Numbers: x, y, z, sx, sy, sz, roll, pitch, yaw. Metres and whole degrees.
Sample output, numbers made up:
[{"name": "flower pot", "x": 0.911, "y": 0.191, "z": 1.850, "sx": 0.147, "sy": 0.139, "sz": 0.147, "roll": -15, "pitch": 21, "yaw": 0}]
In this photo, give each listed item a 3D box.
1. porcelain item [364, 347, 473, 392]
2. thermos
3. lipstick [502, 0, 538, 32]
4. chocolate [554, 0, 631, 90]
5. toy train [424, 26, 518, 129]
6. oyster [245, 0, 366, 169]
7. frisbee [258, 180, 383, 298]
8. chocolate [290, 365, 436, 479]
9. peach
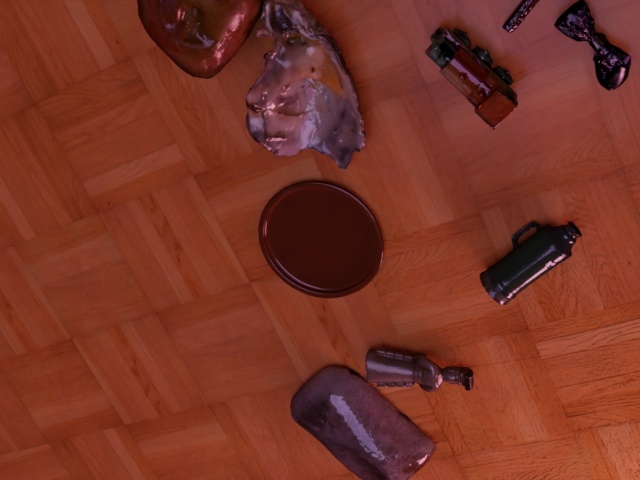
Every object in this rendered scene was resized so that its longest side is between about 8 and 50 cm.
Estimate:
[{"name": "porcelain item", "x": 0.196, "y": 0.257, "z": 1.667, "sx": 0.213, "sy": 0.054, "sz": 0.084, "roll": 3, "pitch": 119, "yaw": 18}, {"name": "thermos", "x": 0.374, "y": 0.030, "z": 1.488, "sx": 0.073, "sy": 0.083, "sz": 0.187, "roll": 33, "pitch": 123, "yaw": -26}, {"name": "lipstick", "x": 0.344, "y": -0.395, "z": 1.303, "sx": 0.027, "sy": 0.027, "sz": 0.176, "roll": 36, "pitch": 122, "yaw": -1}, {"name": "chocolate", "x": 0.428, "y": -0.303, "z": 1.306, "sx": 0.147, "sy": 0.072, "sz": 0.070, "roll": 42, "pitch": 80, "yaw": -15}, {"name": "toy train", "x": 0.241, "y": -0.267, "z": 1.349, "sx": 0.176, "sy": 0.118, "sz": 0.074, "roll": 42, "pitch": 118, "yaw": -7}, {"name": "oyster", "x": -0.028, "y": -0.257, "z": 1.455, "sx": 0.275, "sy": 0.100, "sz": 0.271, "roll": 25, "pitch": 119, "yaw": -21}, {"name": "frisbee", "x": 0.000, "y": 0.000, "z": 1.622, "sx": 0.250, "sy": 0.021, "sz": 0.251, "roll": 7, "pitch": 117, "yaw": 15}, {"name": "chocolate", "x": 0.078, "y": 0.404, "z": 1.762, "sx": 0.303, "sy": 0.100, "sz": 0.185, "roll": 42, "pitch": 124, "yaw": -2}, {"name": "peach", "x": -0.193, "y": -0.386, "z": 1.382, "sx": 0.214, "sy": 0.214, "sz": 0.236, "roll": 3, "pitch": 112, "yaw": 17}]
